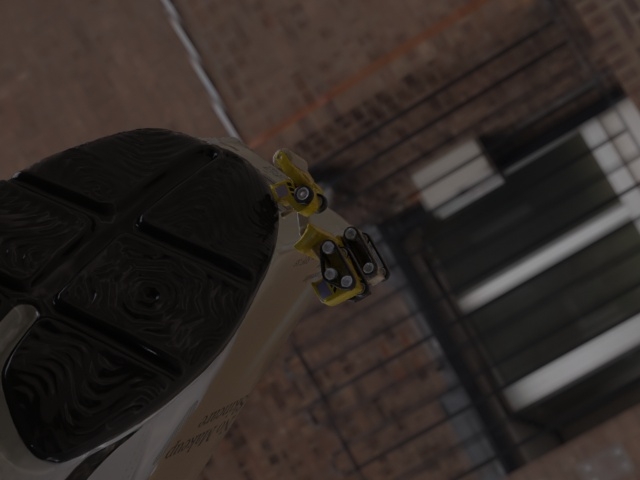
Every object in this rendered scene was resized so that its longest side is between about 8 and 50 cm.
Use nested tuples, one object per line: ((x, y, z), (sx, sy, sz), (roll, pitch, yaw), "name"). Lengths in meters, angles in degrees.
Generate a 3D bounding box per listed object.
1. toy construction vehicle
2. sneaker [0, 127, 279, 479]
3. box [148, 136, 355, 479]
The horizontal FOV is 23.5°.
((0.000, 0.000, 0.879), (0.098, 0.035, 0.086), (61, -165, 20), "toy construction vehicle")
((-0.173, 0.150, 0.857), (0.169, 0.447, 0.257), (25, 144, 13), "sneaker")
((-0.122, 0.089, 1.083), (0.121, 0.311, 0.148), (37, -160, 14), "box")
